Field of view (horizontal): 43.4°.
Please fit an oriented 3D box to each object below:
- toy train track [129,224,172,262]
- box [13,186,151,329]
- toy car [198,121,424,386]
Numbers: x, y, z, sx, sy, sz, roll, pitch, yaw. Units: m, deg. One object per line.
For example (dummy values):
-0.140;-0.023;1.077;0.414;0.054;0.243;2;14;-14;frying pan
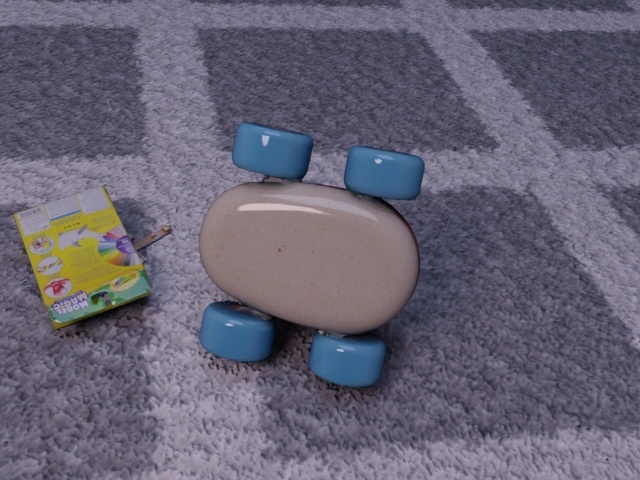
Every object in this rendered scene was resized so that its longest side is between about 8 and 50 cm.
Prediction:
-0.202;0.000;0.909;0.048;0.014;0.083;31;43;26;toy train track
-0.248;0.020;0.844;0.105;0.043;0.179;-20;43;-18;box
0.000;0.000;0.838;0.210;0.219;0.238;12;10;5;toy car
